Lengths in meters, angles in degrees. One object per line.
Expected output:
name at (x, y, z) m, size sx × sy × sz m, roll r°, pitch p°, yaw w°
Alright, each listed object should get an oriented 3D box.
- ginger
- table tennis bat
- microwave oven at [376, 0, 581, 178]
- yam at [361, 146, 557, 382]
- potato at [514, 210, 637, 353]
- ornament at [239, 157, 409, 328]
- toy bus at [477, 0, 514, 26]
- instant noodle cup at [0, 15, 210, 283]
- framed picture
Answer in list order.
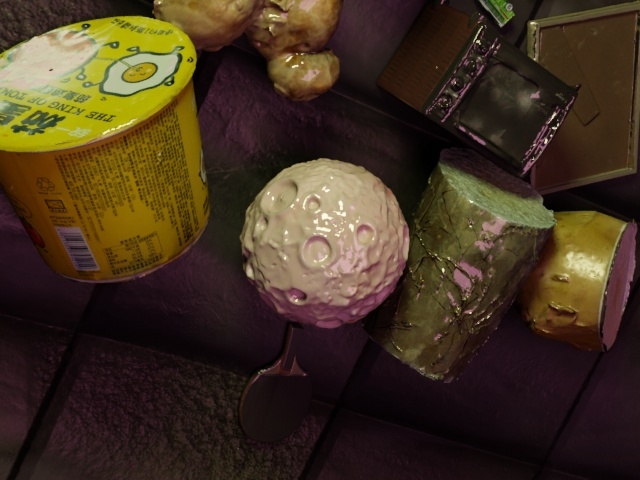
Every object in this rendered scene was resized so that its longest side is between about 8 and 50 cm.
ginger at (-0.073, -0.334, 1.814) m, size 0.304 × 0.155 × 0.244 m, roll 28°, pitch 95°, yaw -32°
table tennis bat at (-0.066, 0.240, 2.140) m, size 0.130 × 0.019 × 0.220 m, roll 6°, pitch 109°, yaw -30°
microwave oven at (0.250, -0.236, 1.999) m, size 0.247 × 0.188 × 0.178 m, roll 29°, pitch 96°, yaw -32°
yam at (0.216, 0.043, 2.078) m, size 0.241 × 0.241 × 0.348 m, roll 19°, pitch 104°, yaw -31°
potato at (0.431, 0.063, 2.226) m, size 0.246 × 0.196 × 0.299 m, roll -71°, pitch 157°, yaw -11°
ornament at (0.000, 0.000, 1.936) m, size 0.259 × 0.259 × 0.225 m, roll -44°, pitch 128°, yaw -4°
toy bus at (0.274, -0.381, 2.045) m, size 0.037 × 0.031 × 0.083 m, roll -43°, pitch 123°, yaw 7°
instant noodle cup at (-0.293, -0.114, 1.720) m, size 0.325 × 0.325 × 0.254 m, roll -25°, pitch 128°, yaw -15°
framed picture at (0.453, -0.240, 2.199) m, size 0.232 × 0.024 × 0.315 m, roll -13°, pitch 117°, yaw -22°
